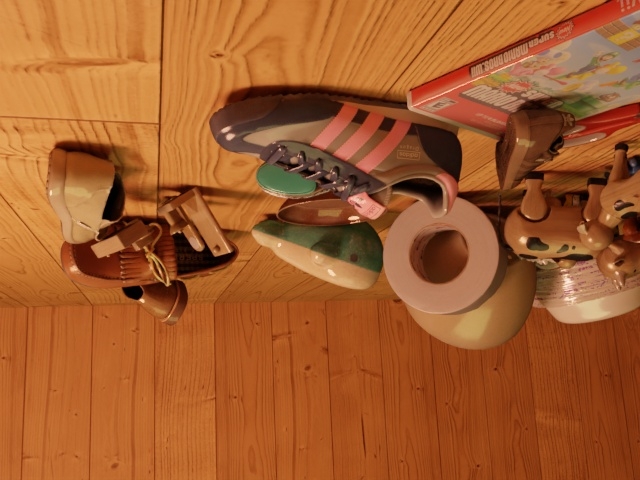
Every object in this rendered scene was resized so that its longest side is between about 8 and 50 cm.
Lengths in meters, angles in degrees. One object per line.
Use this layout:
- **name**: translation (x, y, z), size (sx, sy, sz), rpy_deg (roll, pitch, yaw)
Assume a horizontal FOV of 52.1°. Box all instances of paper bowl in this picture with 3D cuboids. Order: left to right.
- **paper bowl**: translation (0.603, 0.089, 1.453), size (0.285, 0.148, 0.284), rpy_deg (-17, 179, 0)

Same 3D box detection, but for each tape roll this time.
- **tape roll**: translation (0.231, 0.029, 1.217), size (0.219, 0.219, 0.072), rpy_deg (-9, 168, 27)

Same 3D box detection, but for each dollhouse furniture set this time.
- **dollhouse furniture set**: translation (-0.264, 0.012, 1.095), size (0.144, 0.123, 0.151), rpy_deg (-14, -160, 50)

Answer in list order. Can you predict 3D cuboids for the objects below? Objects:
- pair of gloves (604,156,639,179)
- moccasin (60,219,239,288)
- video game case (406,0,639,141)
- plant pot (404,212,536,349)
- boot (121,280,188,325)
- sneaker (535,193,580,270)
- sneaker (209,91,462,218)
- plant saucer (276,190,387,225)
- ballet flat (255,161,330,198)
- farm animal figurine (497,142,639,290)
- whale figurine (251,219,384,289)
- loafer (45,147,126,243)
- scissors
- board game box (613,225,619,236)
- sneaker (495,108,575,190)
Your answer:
- **pair of gloves**: translation (0.568, -0.120, 1.057), size (0.198, 0.023, 0.159), rpy_deg (-10, 165, 29)
- **moccasin**: translation (-0.324, 0.030, 1.294), size (0.147, 0.139, 0.380), rpy_deg (-13, 165, 39)
- **video game case**: translation (0.266, -0.174, 0.704), size (0.204, 0.025, 0.285), rpy_deg (7, 165, -41)
- **plant pot**: translation (0.321, 0.054, 1.334), size (0.284, 0.284, 0.191), rpy_deg (-1, 146, -9)
- **boot**: translation (-0.383, 0.077, 1.461), size (0.115, 0.112, 0.305), rpy_deg (29, -174, -29)
- **sneaker**: translation (0.477, -0.022, 1.309), size (0.093, 0.088, 0.225), rpy_deg (23, 144, 1)
- **sneaker**: translation (0.029, -0.093, 0.776), size (0.319, 0.131, 0.112), rpy_deg (1, 168, -17)
- **plant saucer**: translation (0.020, -0.064, 1.169), size (0.199, 0.036, 0.198), rpy_deg (-3, 169, -1)
- **ballet flat**: translation (0.002, -0.097, 0.941), size (0.189, 0.070, 0.070), rpy_deg (-3, 169, 17)
- **farm animal figurine**: translation (0.442, -0.018, 1.043), size (0.327, 0.172, 0.330), rpy_deg (0, 158, 31)
- **whale figurine**: translation (0.000, 0.000, 1.321), size (0.272, 0.141, 0.216), rpy_deg (21, -179, -2)
- **loafer**: translation (-0.334, -0.054, 0.966), size (0.092, 0.101, 0.268), rpy_deg (5, 167, -9)
- **scissors**: translation (0.411, -0.162, 0.823), size (0.297, 0.021, 0.109), rpy_deg (-11, 164, 31)
- **board game box**: translation (0.489, -0.007, 1.549), size (0.208, 0.056, 0.347), rpy_deg (1, 169, -39)
- **sneaker**: translation (0.260, -0.106, 0.805), size (0.071, 0.066, 0.188), rpy_deg (-5, 169, 7)
